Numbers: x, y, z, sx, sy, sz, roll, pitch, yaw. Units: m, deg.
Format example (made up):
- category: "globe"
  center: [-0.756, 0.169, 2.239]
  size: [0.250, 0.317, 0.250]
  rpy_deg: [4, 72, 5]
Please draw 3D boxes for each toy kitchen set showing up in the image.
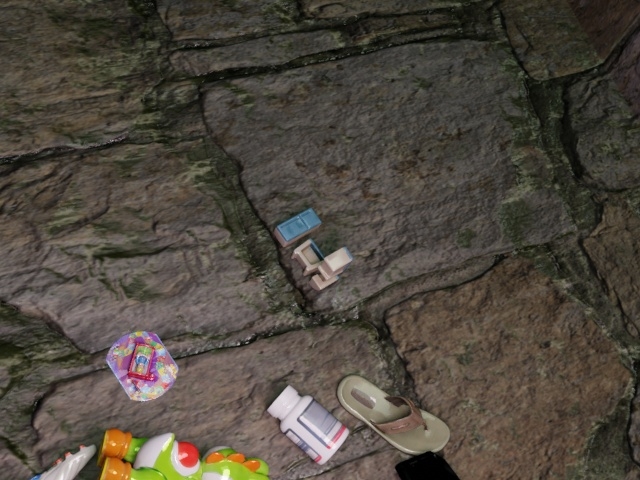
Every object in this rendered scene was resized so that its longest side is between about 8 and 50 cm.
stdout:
- category: "toy kitchen set"
  center: [0.000, 0.000, 2.022]
  size: [0.122, 0.166, 0.207]
  rpy_deg: [-30, 77, -27]

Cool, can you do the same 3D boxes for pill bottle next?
- category: "pill bottle"
  center: [-0.032, 0.427, 1.837]
  size: [0.180, 0.108, 0.108]
  rpy_deg: [41, 60, 5]

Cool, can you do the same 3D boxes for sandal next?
- category: "sandal"
  center: [0.179, 0.428, 1.915]
  size: [0.303, 0.086, 0.120]
  rpy_deg: [29, 60, -2]

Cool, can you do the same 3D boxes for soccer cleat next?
- category: "soccer cleat"
  center: [-0.554, 0.509, 1.663]
  size: [0.196, 0.068, 0.076]
  rpy_deg: [-35, 89, -24]

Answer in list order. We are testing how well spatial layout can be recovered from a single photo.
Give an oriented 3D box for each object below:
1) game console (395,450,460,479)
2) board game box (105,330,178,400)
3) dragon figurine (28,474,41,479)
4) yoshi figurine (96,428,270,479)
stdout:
- category: "game console"
  center: [0.185, 0.611, 1.758]
  size: [0.361, 0.044, 0.213]
  rpy_deg: [-9, 55, -32]
- category: "board game box"
  center: [-0.413, 0.286, 1.830]
  size: [0.133, 0.033, 0.168]
  rpy_deg: [-30, 77, -27]
- category: "dragon figurine"
  center: [-0.572, 0.525, 1.562]
  size: [0.144, 0.085, 0.289]
  rpy_deg: [44, 58, 11]
- category: "yoshi figurine"
  center: [-0.294, 0.517, 1.666]
  size: [0.362, 0.203, 0.203]
  rpy_deg: [12, 74, -17]
